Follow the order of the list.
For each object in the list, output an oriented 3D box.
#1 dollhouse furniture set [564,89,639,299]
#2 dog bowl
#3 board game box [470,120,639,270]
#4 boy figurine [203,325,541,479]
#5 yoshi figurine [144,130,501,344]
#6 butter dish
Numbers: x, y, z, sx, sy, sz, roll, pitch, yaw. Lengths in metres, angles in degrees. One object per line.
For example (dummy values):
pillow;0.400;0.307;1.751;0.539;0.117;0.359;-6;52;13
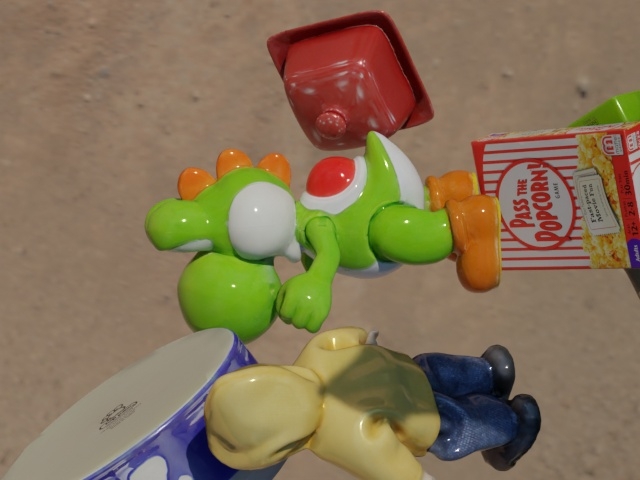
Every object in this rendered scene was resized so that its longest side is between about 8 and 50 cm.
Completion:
dollhouse furniture set;0.422;-0.033;1.816;0.151;0.197;0.301;-11;72;-49
dog bowl;-0.155;0.195;1.528;0.265;0.265;0.104;-39;104;-25
board game box;0.259;-0.044;1.800;0.045;0.193;0.147;-24;105;-46
boy figurine;0.041;0.143;1.388;0.285;0.177;0.092;-1;136;-31
yoshi figurine;-0.001;0.024;1.798;0.362;0.203;0.203;-2;59;-8
butter dish;0.024;-0.157;1.916;0.160;0.160;0.118;63;30;-31
